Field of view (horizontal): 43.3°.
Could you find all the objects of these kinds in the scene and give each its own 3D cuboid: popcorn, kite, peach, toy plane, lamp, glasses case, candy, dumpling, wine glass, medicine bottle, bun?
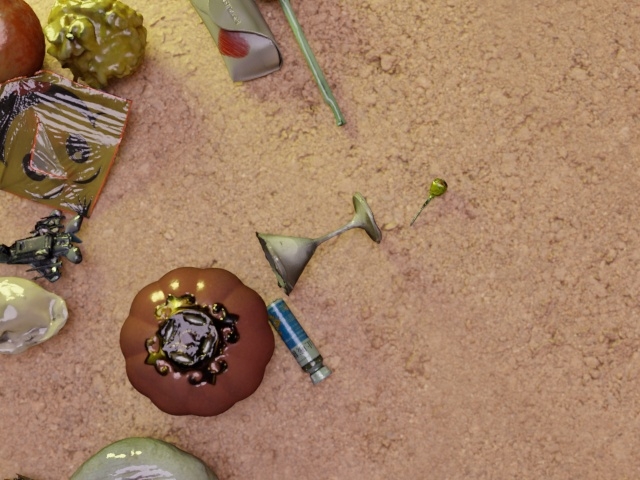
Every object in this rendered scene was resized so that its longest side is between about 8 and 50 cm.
[{"bbox_3d":[-0.477,-0.429,1.704,0.218,0.169,0.189,30,82,11],"label":"popcorn"},{"bbox_3d":[-0.558,-0.193,1.696,0.378,0.013,0.327,-21,102,-2],"label":"kite"},{"bbox_3d":[-0.688,-0.432,1.680,0.233,0.232,0.232,0,82,0],"label":"peach"},{"bbox_3d":[-0.612,0.017,1.687,0.247,0.078,0.169,-7,64,2],"label":"toy plane"},{"bbox_3d":[-0.243,0.196,1.579,0.306,0.239,0.305,0,81,0],"label":"lamp"},{"bbox_3d":[-0.202,-0.494,1.756,0.128,0.083,0.308,-30,83,-4],"label":"glasses case"},{"bbox_3d":[-0.044,-0.450,1.754,0.119,0.119,0.439,-27,90,-4],"label":"candy"},{"bbox_3d":[0.228,-0.081,1.726,0.035,0.035,0.123,38,92,8],"label":"candy"},{"bbox_3d":[-0.637,0.153,1.641,0.250,0.132,0.162,8,78,1],"label":"dumpling"},{"bbox_3d":[0.000,0.000,1.662,0.232,0.156,0.156,-26,83,-8],"label":"wine glass"},{"bbox_3d":[-0.048,0.208,1.673,0.051,0.051,0.191,-35,83,-5],"label":"medicine bottle"},{"bbox_3d":[-0.337,0.560,1.543,0.362,0.211,0.361,0,80,-2],"label":"bun"}]

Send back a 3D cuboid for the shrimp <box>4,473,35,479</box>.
[{"bbox_3d":[-0.565,0.554,1.627,0.217,0.051,0.115,36,86,2],"label":"shrimp"}]
